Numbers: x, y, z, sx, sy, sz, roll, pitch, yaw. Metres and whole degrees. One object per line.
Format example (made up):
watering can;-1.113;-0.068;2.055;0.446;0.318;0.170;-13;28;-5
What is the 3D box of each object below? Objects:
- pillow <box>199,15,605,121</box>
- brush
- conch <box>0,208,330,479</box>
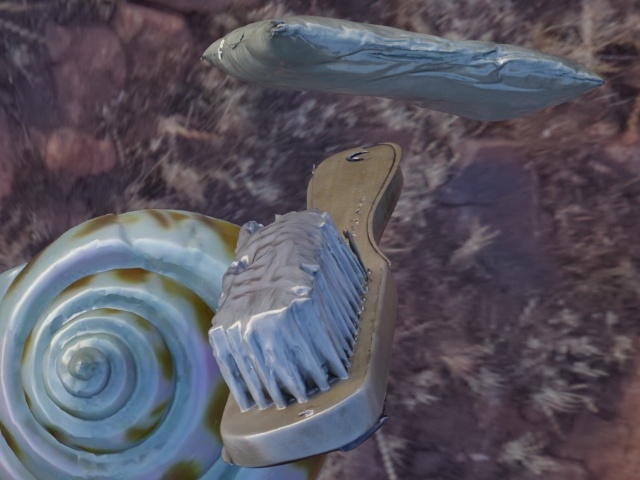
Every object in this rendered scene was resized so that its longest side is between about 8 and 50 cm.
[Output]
pillow;0.049;-0.109;0.976;0.230;0.148;0.050;3;86;-24
brush;0.000;0.000;0.717;0.070;0.327;0.065;-17;108;13
conch;-0.113;0.089;0.922;0.249;0.368;0.197;6;58;7
